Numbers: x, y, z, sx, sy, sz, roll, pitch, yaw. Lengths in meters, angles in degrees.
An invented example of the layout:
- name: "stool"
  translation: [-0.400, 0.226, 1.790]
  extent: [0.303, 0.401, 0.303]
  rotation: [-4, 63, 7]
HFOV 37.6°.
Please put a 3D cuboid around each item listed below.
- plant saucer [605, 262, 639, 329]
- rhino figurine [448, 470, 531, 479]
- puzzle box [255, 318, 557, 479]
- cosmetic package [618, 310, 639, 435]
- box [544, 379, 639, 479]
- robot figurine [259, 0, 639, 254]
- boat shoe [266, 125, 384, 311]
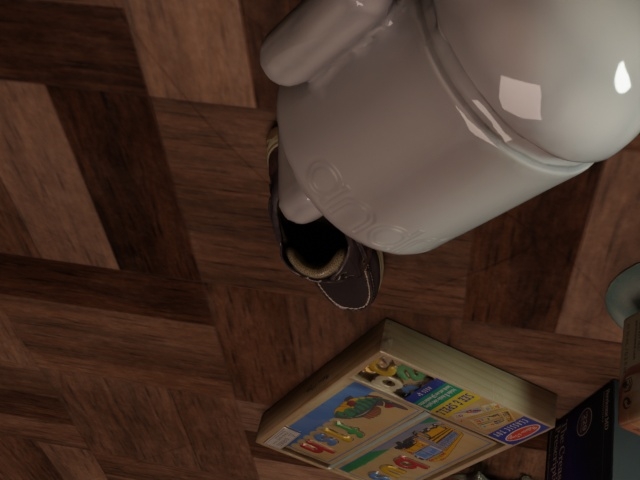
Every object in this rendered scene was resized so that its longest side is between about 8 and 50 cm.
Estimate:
- name: "plant saucer"
  translation: [0.408, 0.083, 1.014]
  extent: [0.195, 0.037, 0.195]
  rotation: [10, 146, 7]
- name: "rhino figurine"
  translation: [0.305, 0.423, 1.495]
  extent: [0.243, 0.073, 0.106]
  rotation: [26, 141, -13]
- name: "puzzle box"
  translation: [0.107, 0.261, 1.357]
  extent: [0.272, 0.052, 0.409]
  rotation: [24, 144, -15]
- name: "cosmetic package"
  translation: [0.426, 0.102, 0.861]
  extent: [0.153, 0.129, 0.296]
  rotation: [21, 150, -11]
- name: "box"
  translation: [0.363, 0.338, 1.189]
  extent: [0.103, 0.261, 0.184]
  rotation: [20, 144, -8]
- name: "robot figurine"
  translation: [0.106, -0.116, 0.699]
  extent: [0.300, 0.199, 0.353]
  rotation: [12, 151, -34]
- name: "boat shoe"
  translation: [0.000, 0.000, 0.993]
  extent: [0.103, 0.092, 0.285]
  rotation: [3, 144, 16]
